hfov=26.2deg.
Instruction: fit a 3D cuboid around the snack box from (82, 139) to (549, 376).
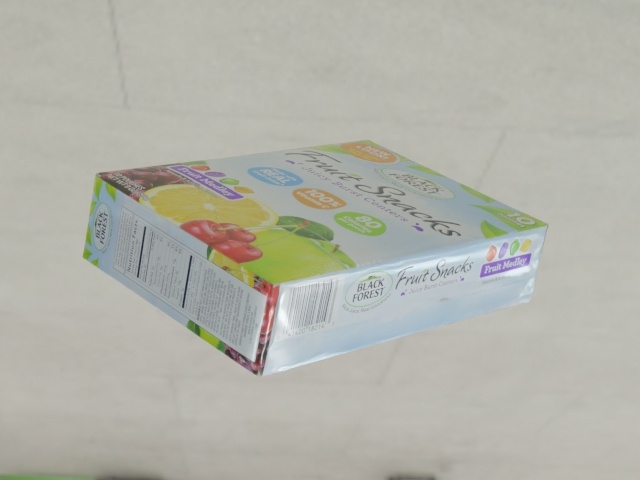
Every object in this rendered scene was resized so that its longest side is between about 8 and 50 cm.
[{"bbox_3d":[0.000,0.000,0.504,0.141,0.037,0.100,-10,-150,-43],"label":"snack box"}]
